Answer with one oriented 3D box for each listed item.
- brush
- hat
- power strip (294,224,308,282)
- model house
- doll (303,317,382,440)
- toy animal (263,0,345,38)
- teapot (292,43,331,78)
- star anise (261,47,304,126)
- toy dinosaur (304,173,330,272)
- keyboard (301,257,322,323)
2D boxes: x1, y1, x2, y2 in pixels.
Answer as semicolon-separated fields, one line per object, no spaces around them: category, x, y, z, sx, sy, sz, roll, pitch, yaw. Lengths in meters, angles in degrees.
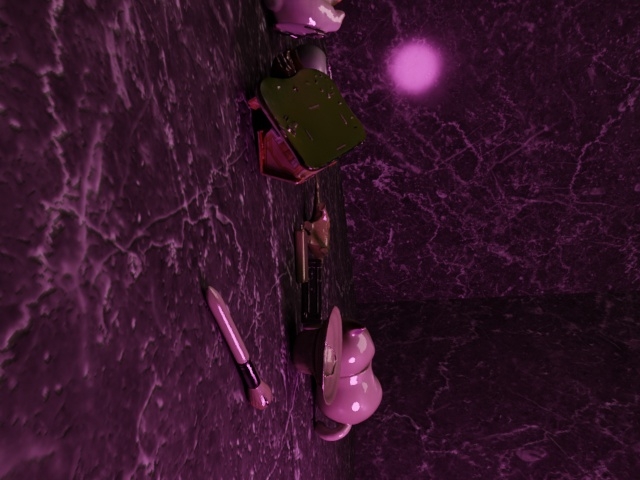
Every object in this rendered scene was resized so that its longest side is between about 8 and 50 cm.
brush;-0.124;0.177;0.681;0.042;0.039;0.299;-84;166;-48
hat;-0.017;0.288;1.125;0.252;0.110;0.251;1;90;-77
power strip;-0.055;0.038;1.273;0.076;0.028;0.168;15;73;-81
model house;-0.051;-0.234;0.952;0.207;0.154;0.294;54;38;-4
doll;0.074;0.406;1.373;0.226;0.215;0.370;-30;119;-63
toy animal;-0.033;-0.679;1.095;0.183;0.247;0.309;-120;-142;-69
teapot;-0.027;-0.508;1.367;0.193;0.130;0.294;79;11;-47
star anise;-0.078;-0.340;1.067;0.288;0.088;0.288;7;90;-78
toy dinosaur;0.000;0.000;1.504;0.301;0.087;0.446;62;30;-75
keyboard;-0.025;0.150;1.320;0.013;0.061;0.204;115;-23;-63
